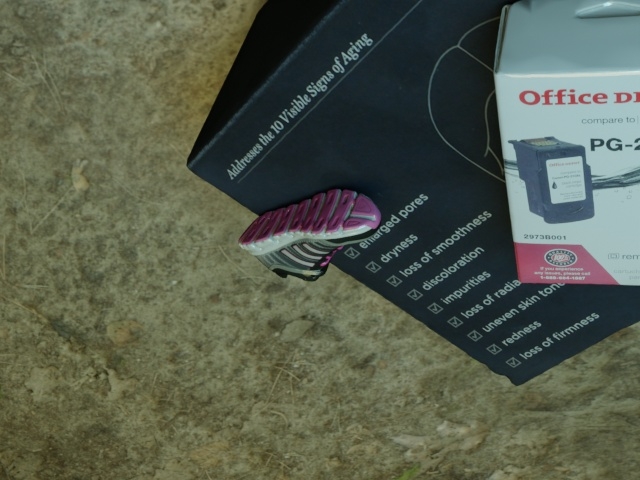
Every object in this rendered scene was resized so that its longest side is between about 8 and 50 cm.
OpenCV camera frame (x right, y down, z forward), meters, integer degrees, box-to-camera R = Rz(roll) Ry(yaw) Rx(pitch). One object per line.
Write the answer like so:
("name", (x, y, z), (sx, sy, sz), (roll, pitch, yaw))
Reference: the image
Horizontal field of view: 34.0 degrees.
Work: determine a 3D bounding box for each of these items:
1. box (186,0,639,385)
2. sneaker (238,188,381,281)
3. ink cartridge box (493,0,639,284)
("box", (0.202, -0.156, 1.079), (0.472, 0.297, 0.480), (33, 136, -18))
("sneaker", (0.000, 0.000, 1.058), (0.170, 0.063, 0.075), (-14, 129, 37))
("ink cartridge box", (0.241, -0.076, 0.861), (0.172, 0.100, 0.237), (0, 135, 18))
